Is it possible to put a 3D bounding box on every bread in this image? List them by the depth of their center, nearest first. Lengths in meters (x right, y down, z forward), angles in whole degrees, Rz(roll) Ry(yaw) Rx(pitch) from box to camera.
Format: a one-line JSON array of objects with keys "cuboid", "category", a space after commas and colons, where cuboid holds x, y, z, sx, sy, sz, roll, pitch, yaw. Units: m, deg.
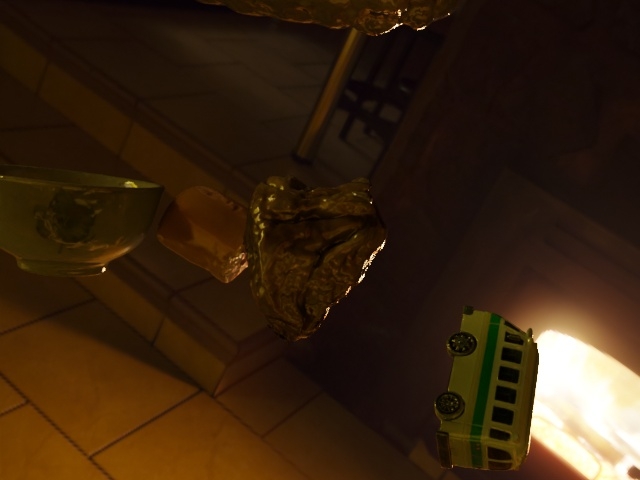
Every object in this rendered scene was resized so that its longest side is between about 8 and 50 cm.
[{"cuboid": [-0.165, -0.020, 1.217, 0.173, 0.085, 0.134, 29, 45, 18], "category": "bread"}]

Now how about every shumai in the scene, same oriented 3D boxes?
[{"cuboid": [-0.002, -0.004, 1.065, 0.184, 0.185, 0.218, 43, 36, -28], "category": "shumai"}]

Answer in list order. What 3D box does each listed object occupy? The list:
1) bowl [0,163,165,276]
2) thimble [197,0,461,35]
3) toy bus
[{"cuboid": [-0.385, -0.028, 1.169, 0.289, 0.146, 0.289, 7, 6, -1], "category": "bowl"}, {"cuboid": [-0.006, -0.246, 0.513, 0.205, 0.172, 0.236, -21, 42, -33], "category": "thimble"}, {"cuboid": [0.300, 0.265, 1.383, 0.164, 0.134, 0.276, 7, 52, 19], "category": "toy bus"}]
